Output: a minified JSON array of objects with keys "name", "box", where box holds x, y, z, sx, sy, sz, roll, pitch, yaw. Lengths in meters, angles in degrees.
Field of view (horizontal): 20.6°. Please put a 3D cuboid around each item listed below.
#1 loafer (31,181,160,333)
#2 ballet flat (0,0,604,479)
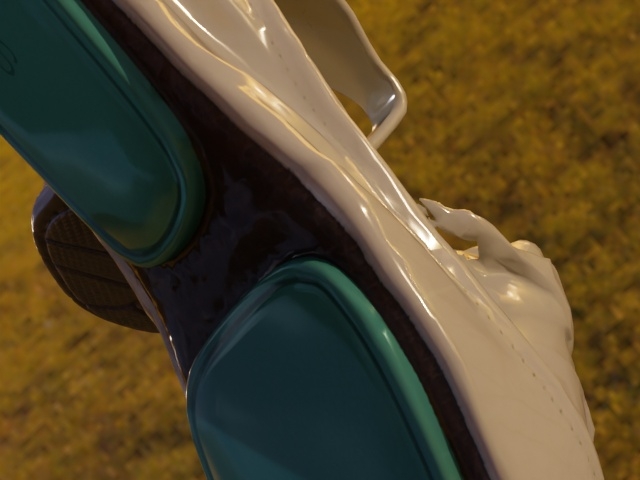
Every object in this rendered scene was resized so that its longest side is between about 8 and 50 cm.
[{"name":"loafer","box":[-0.078,-0.056,0.826,0.302,0.109,0.095,95,-172,-61]},{"name":"ballet flat","box":[0.000,0.000,0.568,0.139,0.400,0.139,-33,-10,-7]}]
